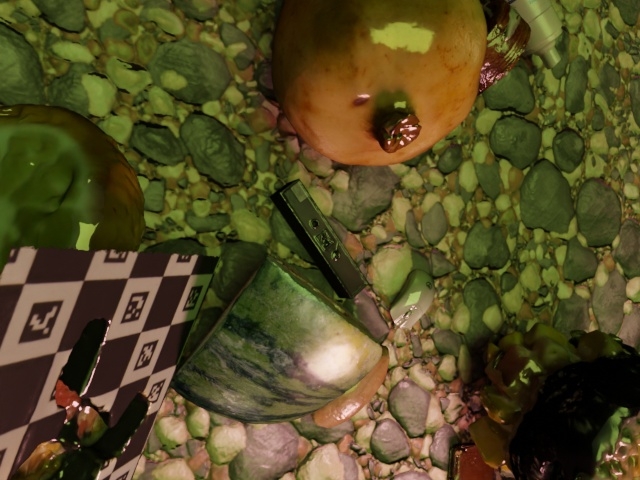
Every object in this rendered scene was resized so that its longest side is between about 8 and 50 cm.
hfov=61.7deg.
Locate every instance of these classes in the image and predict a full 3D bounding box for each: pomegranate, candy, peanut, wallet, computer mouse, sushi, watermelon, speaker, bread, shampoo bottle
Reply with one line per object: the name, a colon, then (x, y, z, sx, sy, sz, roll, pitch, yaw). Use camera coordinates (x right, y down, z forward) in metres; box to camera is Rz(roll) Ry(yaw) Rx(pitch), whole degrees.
pomegranate: (0.072, -0.252, 0.725, 0.307, 0.307, 0.308, 1, 87, -25)
candy: (-0.318, -0.024, 0.561, 0.259, 0.118, 0.260, -1, 65, 3)
peanut: (0.044, 0.210, 0.788, 0.152, 0.076, 0.076, -46, 106, -14)
wallet: (0.256, 0.434, 0.903, 0.095, 0.026, 0.176, 7, 84, -22)
computer mouse: (0.153, 0.097, 0.868, 0.056, 0.032, 0.110, 42, 72, -17)
sushi: (0.407, 0.310, 0.852, 0.327, 0.285, 0.329, -8, 106, -27)
watermelon: (-0.062, 0.125, 0.726, 0.212, 0.201, 0.261, 36, 116, -20)
speaker: (0.000, 0.000, 0.795, 0.040, 0.046, 0.191, -39, 104, -22)
sushi: (-0.251, 0.163, 0.516, 0.064, 0.343, 0.360, 23, 93, 12)
bread: (0.260, -0.310, 0.875, 0.073, 0.160, 0.161, 31, 75, -16)
shampoo bottle: (0.343, -0.442, 0.952, 0.092, 0.092, 0.303, -43, 105, -20)
